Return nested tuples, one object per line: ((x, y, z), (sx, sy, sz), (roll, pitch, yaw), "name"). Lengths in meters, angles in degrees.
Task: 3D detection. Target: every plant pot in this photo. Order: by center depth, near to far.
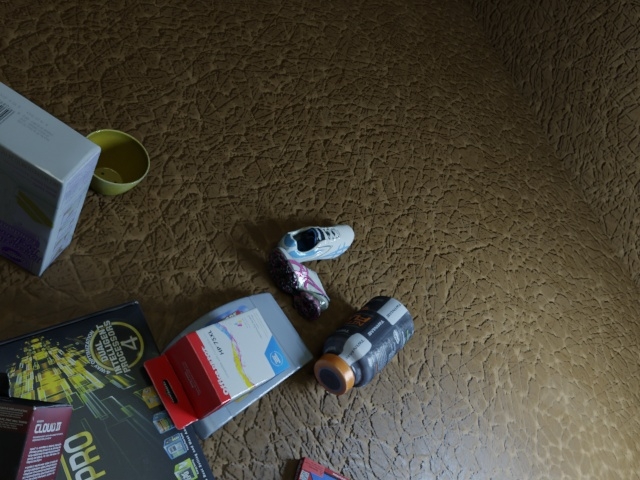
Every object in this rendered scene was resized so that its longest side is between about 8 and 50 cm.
((-0.431, -0.145, 1.153), (0.134, 0.095, 0.134), (18, 52, -24), "plant pot")

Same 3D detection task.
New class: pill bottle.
((0.092, 0.233, 1.234), (0.130, 0.130, 0.246), (51, 47, 5), "pill bottle")

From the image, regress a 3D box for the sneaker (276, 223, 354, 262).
((0.000, 0.000, 1.356), (0.237, 0.086, 0.085), (-15, 69, -41), "sneaker")

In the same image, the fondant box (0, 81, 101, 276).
((-0.514, -0.099, 0.907), (0.238, 0.330, 0.096), (34, 51, -11), "fondant box")

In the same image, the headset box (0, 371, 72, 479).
((-0.465, 0.312, 0.709), (0.218, 0.110, 0.293), (8, 75, 4), "headset box")

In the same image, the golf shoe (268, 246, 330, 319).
((-0.049, 0.089, 1.279), (0.186, 0.067, 0.086), (56, 40, -7), "golf shoe")

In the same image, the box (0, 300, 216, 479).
((-0.373, 0.324, 0.888), (0.318, 0.097, 0.395), (-16, 71, -36), "box")

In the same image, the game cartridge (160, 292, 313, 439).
((-0.170, 0.227, 1.117), (0.297, 0.062, 0.198), (-29, 84, -42), "game cartridge")

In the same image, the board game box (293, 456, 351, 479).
((0.061, 0.546, 1.081), (0.281, 0.027, 0.145), (31, 50, -13), "board game box")

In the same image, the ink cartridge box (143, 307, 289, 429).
((-0.177, 0.220, 0.995), (0.231, 0.078, 0.134), (-16, 71, -54), "ink cartridge box")
